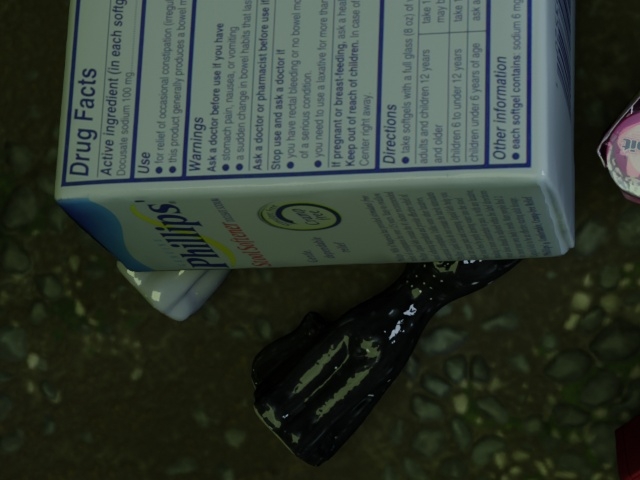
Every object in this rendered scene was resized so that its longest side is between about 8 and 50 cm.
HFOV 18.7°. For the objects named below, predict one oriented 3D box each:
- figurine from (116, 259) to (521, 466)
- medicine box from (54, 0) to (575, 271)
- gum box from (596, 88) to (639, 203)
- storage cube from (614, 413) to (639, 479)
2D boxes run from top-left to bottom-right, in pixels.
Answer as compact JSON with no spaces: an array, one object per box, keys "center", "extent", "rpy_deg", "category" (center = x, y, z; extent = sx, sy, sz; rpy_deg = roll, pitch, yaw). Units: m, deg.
[{"center":[0.000,0.000,1.278],"extent":[0.209,0.092,0.215],"rpy_deg":[-44,87,6],"category":"figurine"},{"center":[0.003,-0.129,1.173],"extent":[0.289,0.149,0.263],"rpy_deg":[-2,71,13],"category":"medicine box"},{"center":[0.246,-0.105,1.194],"extent":[0.062,0.107,0.188],"rpy_deg":[40,103,4],"category":"gum box"},{"center":[0.307,0.154,1.167],"extent":[0.193,0.215,0.184],"rpy_deg":[-33,89,8],"category":"storage cube"}]
